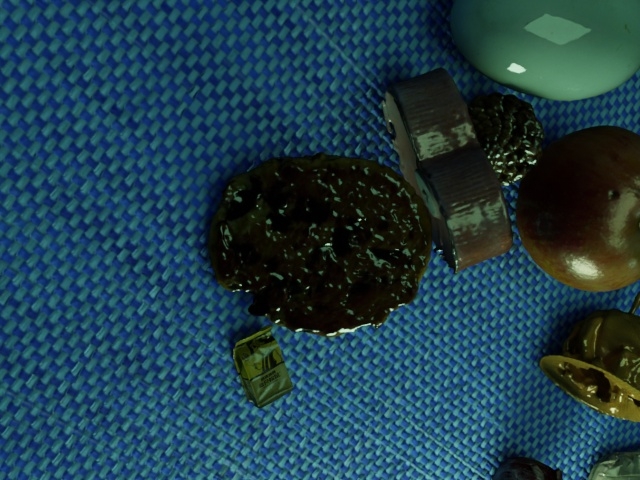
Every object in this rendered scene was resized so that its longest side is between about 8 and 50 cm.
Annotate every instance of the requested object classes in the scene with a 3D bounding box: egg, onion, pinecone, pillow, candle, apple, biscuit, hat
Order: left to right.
[{"bbox_3d":[0.000,0.004,1.671,0.334,0.081,0.289,6,112,-3],"label":"biscuit"},{"bbox_3d":[0.206,-0.092,1.734,0.131,0.317,0.287,-17,157,-4],"label":"candle"},{"bbox_3d":[0.297,-0.172,1.846,0.173,0.173,0.174,-11,110,-31],"label":"pinecone"},{"bbox_3d":[0.397,0.472,2.140,0.206,0.151,0.098,35,50,-47],"label":"onion"},{"bbox_3d":[0.374,-0.343,1.793,0.371,0.230,0.230,0,104,-30],"label":"egg"},{"bbox_3d":[0.453,-0.045,1.920,0.163,0.251,0.293,-13,111,-40],"label":"apple"},{"bbox_3d":[0.585,0.195,2.128,0.233,0.244,0.233,49,62,-42],"label":"hat"},{"bbox_3d":[0.658,0.517,2.343,0.270,0.067,0.173,1,108,-33],"label":"pillow"}]

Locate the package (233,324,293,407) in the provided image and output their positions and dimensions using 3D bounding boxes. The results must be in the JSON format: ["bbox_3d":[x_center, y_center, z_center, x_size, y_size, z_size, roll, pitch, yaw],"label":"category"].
[{"bbox_3d":[-0.096,0.194,1.752,0.071,0.047,0.131,-28,117,-21],"label":"package"}]
